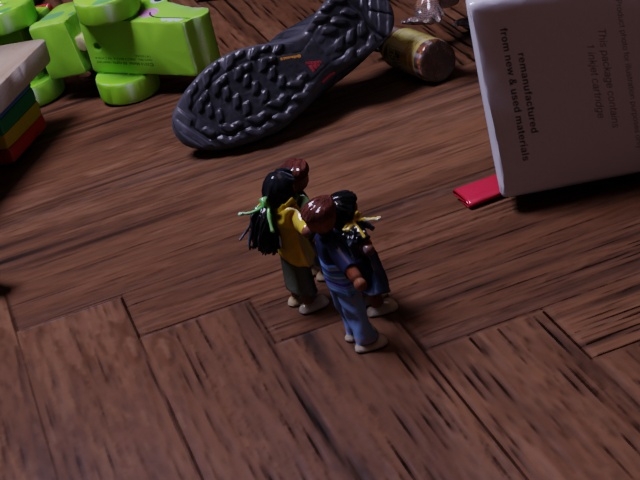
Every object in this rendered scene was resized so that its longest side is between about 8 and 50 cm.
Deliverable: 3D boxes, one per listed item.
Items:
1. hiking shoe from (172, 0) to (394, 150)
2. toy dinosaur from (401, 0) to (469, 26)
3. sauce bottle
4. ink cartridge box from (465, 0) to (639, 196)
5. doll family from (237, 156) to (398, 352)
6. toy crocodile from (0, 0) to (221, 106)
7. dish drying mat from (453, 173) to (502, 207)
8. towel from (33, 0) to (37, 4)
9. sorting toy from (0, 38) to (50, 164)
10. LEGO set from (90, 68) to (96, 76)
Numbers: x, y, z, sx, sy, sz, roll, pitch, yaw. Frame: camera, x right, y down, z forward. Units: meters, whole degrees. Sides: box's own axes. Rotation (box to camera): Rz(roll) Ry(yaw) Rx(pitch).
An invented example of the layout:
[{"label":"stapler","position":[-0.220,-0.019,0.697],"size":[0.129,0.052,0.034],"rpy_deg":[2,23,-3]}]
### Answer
[{"label":"hiking shoe","position":[-0.033,-0.145,1.637],"size":[0.227,0.086,0.114],"rpy_deg":[-31,-6,-7]},{"label":"toy dinosaur","position":[0.140,-0.300,1.665],"size":[0.296,0.200,0.127],"rpy_deg":[-2,8,-30]},{"label":"sauce bottle","position":[0.081,-0.178,1.671],"size":[0.042,0.042,0.128],"rpy_deg":[-23,22,-17]},{"label":"ink cartridge box","position":[0.314,-0.193,1.397],"size":[0.395,0.166,0.285],"rpy_deg":[-10,25,6]},{"label":"doll family","position":[0.000,0.000,1.230],"size":[0.076,0.111,0.193],"rpy_deg":[-26,26,-24]},{"label":"toy crocodile","position":[-0.247,-0.209,1.835],"size":[0.341,0.115,0.105],"rpy_deg":[1,33,32]},{"label":"dish drying mat","position":[0.146,-0.045,1.374],"size":[0.083,0.008,0.032],"rpy_deg":[-20,25,-13]},{"label":"towel","position":[-0.473,-0.344,2.379],"size":[0.271,0.040,0.370],"rpy_deg":[-11,24,11]},{"label":"sorting toy","position":[-0.407,-0.088,1.702],"size":[0.255,0.089,0.257],"rpy_deg":[-8,25,17]},{"label":"LEGO set","position":[-0.247,-0.187,1.920],"size":[0.083,0.023,0.054],"rpy_deg":[-17,17,30]}]
